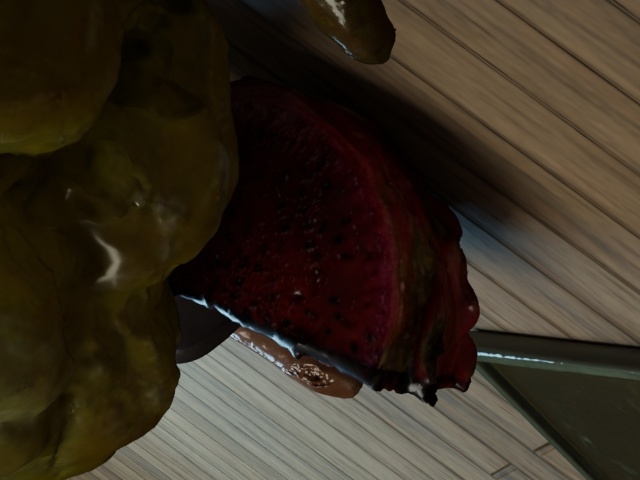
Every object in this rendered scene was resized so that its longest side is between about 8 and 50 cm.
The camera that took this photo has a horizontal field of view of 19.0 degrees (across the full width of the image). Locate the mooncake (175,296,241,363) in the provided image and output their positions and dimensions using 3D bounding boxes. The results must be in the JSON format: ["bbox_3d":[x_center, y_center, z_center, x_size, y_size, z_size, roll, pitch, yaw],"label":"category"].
[{"bbox_3d":[-0.134,-0.025,1.305,0.245,0.133,0.245,37,169,8],"label":"mooncake"}]

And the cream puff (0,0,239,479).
[{"bbox_3d":[-0.163,-0.048,0.994,0.324,0.257,0.291,50,-178,-20],"label":"cream puff"}]

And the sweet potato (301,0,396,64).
[{"bbox_3d":[-0.044,-0.185,0.807,0.269,0.075,0.075,47,160,-19],"label":"sweet potato"}]

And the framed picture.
[{"bbox_3d":[0.246,0.143,1.181,0.232,0.024,0.315,45,160,-23],"label":"framed picture"}]

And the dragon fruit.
[{"bbox_3d":[0.000,0.000,1.098,0.262,0.163,0.189,27,126,39],"label":"dragon fruit"}]

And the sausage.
[{"bbox_3d":[-0.048,0.071,1.519,0.186,0.043,0.043,30,161,18],"label":"sausage"}]
